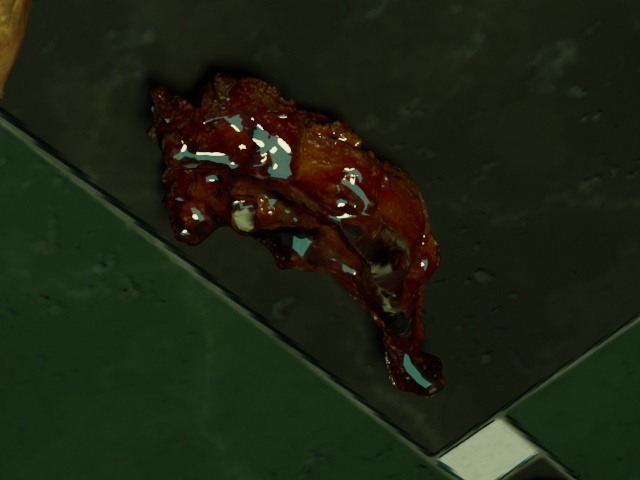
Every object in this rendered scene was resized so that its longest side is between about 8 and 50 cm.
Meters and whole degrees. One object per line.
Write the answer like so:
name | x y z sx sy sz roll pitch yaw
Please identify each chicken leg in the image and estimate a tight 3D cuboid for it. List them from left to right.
chicken leg | 0.003 -0.005 0.639 0.089 0.048 0.219 -39 127 21

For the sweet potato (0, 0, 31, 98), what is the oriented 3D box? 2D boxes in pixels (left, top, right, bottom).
sweet potato | -0.157 -0.198 0.412 0.109 0.109 0.385 -11 129 -6
